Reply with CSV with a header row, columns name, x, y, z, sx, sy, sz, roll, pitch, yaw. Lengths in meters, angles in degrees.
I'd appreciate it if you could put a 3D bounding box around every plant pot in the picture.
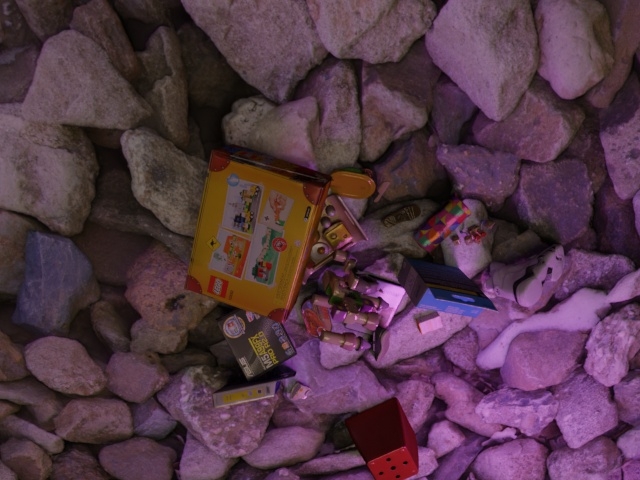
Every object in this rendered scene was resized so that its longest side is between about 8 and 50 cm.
name,x,y,z,sx,sy,sz,roll,pitch,yaw
plant pot,0.292,0.916,2.065,0.267,0.236,0.268,-25,114,3

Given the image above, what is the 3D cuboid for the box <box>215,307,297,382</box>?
name,x,y,z,sx,sy,sz,roll,pitch,yaw
box,-0.244,0.369,1.790,0.216,0.060,0.270,-27,94,-15

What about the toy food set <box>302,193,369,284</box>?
name,x,y,z,sx,sy,sz,roll,pitch,yaw
toy food set,0.000,0.000,1.730,0.306,0.092,0.220,-34,112,7

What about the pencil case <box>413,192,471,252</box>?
name,x,y,z,sx,sy,sz,roll,pitch,yaw
pencil case,0.461,-0.062,1.769,0.236,0.104,0.104,-45,111,8

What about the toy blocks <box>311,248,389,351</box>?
name,x,y,z,sx,sy,sz,roll,pitch,yaw
toy blocks,0.151,0.211,1.694,0.259,0.289,0.309,16,115,-17

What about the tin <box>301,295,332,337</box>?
name,x,y,z,sx,sy,sz,roll,pitch,yaw
tin,-0.015,0.308,1.885,0.106,0.040,0.190,-14,113,2

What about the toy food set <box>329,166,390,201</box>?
name,x,y,z,sx,sy,sz,roll,pitch,yaw
toy food set,0.129,-0.215,1.678,0.217,0.071,0.128,11,143,-5

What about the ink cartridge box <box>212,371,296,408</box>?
name,x,y,z,sx,sy,sz,roll,pitch,yaw
ink cartridge box,-0.242,0.581,1.833,0.306,0.304,0.072,-8,78,-3

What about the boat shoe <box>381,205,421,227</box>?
name,x,y,z,sx,sy,sz,roll,pitch,yaw
boat shoe,0.304,-0.092,1.766,0.152,0.048,0.056,-25,101,-4

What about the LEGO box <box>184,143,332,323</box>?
name,x,y,z,sx,sy,sz,roll,pitch,yaw
LEGO box,-0.213,-0.023,1.584,0.372,0.193,0.501,19,109,5

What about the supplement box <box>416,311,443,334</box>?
name,x,y,z,sx,sy,sz,roll,pitch,yaw
supplement box,0.459,0.349,1.965,0.098,0.036,0.062,-20,113,1

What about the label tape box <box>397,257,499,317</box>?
name,x,y,z,sx,sy,sz,roll,pitch,yaw
label tape box,0.460,0.196,1.734,0.248,0.348,0.115,11,110,-12

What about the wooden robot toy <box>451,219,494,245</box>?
name,x,y,z,sx,sy,sz,roll,pitch,yaw
wooden robot toy,0.606,-0.009,1.825,0.173,0.076,0.079,-28,124,4

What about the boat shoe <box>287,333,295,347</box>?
name,x,y,z,sx,sy,sz,roll,pitch,yaw
boat shoe,-0.206,0.391,1.876,0.219,0.078,0.070,28,149,-12

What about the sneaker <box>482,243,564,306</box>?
name,x,y,z,sx,sy,sz,roll,pitch,yaw
sneaker,0.814,0.117,1.872,0.365,0.210,0.138,-36,118,-30

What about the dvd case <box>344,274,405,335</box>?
name,x,y,z,sx,sy,sz,roll,pitch,yaw
dvd case,0.226,0.274,1.911,0.180,0.022,0.253,18,108,-14

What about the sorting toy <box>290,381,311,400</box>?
name,x,y,z,sx,sy,sz,roll,pitch,yaw
sorting toy,-0.081,0.652,2.015,0.075,0.045,0.083,28,105,-25

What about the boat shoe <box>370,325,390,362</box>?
name,x,y,z,sx,sy,sz,roll,pitch,yaw
boat shoe,0.245,0.431,1.951,0.075,0.065,0.206,-37,145,-34
